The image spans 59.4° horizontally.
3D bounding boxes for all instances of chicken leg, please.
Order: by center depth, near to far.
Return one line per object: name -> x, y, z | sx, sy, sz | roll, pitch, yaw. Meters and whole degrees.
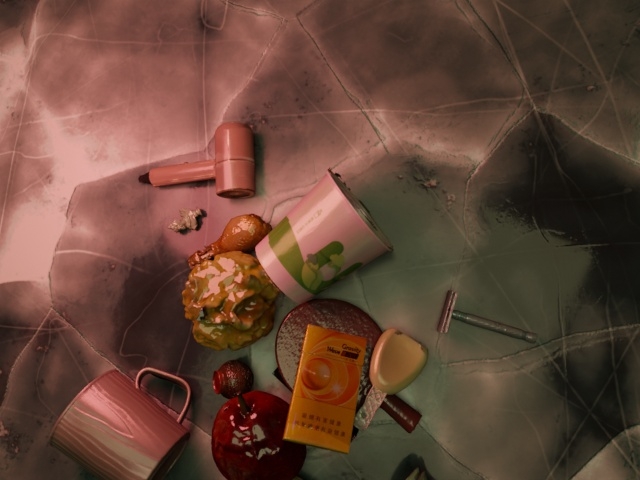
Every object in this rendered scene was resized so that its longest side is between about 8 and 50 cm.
chicken leg -> -0.242, 0.011, 1.474 | 0.252, 0.087, 0.107 | -30, 69, 10

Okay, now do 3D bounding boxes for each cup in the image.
cup -> 0.000, 0.000, 1.367 | 0.274, 0.253, 0.253 | -37, 79, 10
cup -> -0.475, 0.469, 1.413 | 0.273, 0.288, 0.208 | 33, 125, 10

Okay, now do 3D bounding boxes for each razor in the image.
razor -> 0.410, 0.203, 1.366 | 0.232, 0.068, 0.105 | 16, 86, 5

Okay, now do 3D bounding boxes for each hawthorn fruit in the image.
hawthorn fruit -> -0.158, 0.448, 1.331 | 0.231, 0.210, 0.265 | -5, 117, 22

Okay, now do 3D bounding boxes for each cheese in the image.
cheese -> 0.153, 0.336, 1.334 | 0.127, 0.054, 0.251 | 32, 68, 6

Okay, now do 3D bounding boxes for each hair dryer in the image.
hair dryer -> -0.342, -0.201, 1.512 | 0.345, 0.107, 0.189 | -5, 82, 14

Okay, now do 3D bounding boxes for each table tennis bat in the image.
table tennis bat -> 0.074, 0.318, 1.386 | 0.415, 0.051, 0.268 | 39, 77, 7

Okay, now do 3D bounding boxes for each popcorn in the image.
popcorn -> -0.223, 0.147, 1.382 | 0.250, 0.225, 0.249 | -4, 76, 16

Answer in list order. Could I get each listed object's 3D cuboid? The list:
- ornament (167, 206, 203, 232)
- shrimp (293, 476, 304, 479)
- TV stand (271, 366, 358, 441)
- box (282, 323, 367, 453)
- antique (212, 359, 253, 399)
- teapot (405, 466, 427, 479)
ornament -> -0.363, -0.055, 1.520 | 0.069, 0.041, 0.092 | 30, 79, 5
shrimp -> -0.088, 0.638, 1.387 | 0.236, 0.053, 0.132 | 13, 83, 13
TV stand -> -0.012, 0.404, 1.406 | 0.256, 0.049, 0.040 | 41, 89, 11
box -> 0.014, 0.342, 1.306 | 0.153, 0.043, 0.269 | 16, 62, -6
antique -> -0.217, 0.352, 1.420 | 0.104, 0.104, 0.103 | -1, 83, 8
teapot -> 0.284, 0.645, 1.281 | 0.251, 0.183, 0.183 | 41, 90, 23
